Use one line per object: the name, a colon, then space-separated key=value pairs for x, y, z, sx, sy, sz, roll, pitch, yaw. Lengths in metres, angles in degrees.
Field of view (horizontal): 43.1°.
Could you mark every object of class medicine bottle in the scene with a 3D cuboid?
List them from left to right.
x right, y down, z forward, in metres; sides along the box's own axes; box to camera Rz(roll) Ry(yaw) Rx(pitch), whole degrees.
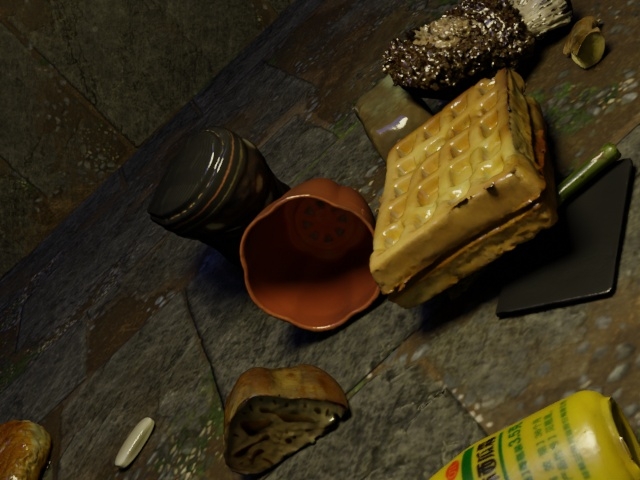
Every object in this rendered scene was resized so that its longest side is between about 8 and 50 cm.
medicine bottle: x=0.113 y=0.225 z=0.659 sx=0.309 sy=0.076 sz=0.111 roll=-34 pitch=24 yaw=22

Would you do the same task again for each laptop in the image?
laptop: x=0.265 y=-0.003 z=0.872 sx=0.135 sy=0.016 sz=0.197 roll=-18 pitch=36 yaw=43

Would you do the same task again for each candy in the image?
candy: x=0.125 y=-0.186 z=1.279 sx=0.104 sy=0.102 sz=0.234 roll=-39 pitch=22 yaw=12

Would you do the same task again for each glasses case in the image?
glasses case: x=-0.276 y=0.300 z=1.205 sx=0.032 sy=0.021 sz=0.083 roll=-13 pitch=38 yaw=50

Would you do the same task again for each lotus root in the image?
lotus root: x=-0.059 y=0.194 z=0.961 sx=0.159 sy=0.095 sz=0.135 roll=-37 pitch=21 yaw=1

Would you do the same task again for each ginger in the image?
ginger: x=0.367 y=-0.274 z=1.123 sx=0.137 sy=0.044 sz=0.057 roll=-68 pitch=-11 yaw=-58

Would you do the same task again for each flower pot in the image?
flower pot: x=0.000 y=0.000 z=1.099 sx=0.191 sy=0.190 sz=0.173 roll=-34 pitch=14 yaw=21

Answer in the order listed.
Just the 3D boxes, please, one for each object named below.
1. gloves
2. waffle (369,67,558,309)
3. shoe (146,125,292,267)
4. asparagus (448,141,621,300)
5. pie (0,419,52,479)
gloves: x=0.234 y=-0.290 z=1.227 sx=0.312 sy=0.135 sz=0.210 roll=-27 pitch=43 yaw=-15
waffle: x=0.170 y=-0.069 z=0.973 sx=0.224 sy=0.098 sz=0.327 roll=-38 pitch=19 yaw=27
shoe: x=-0.133 y=-0.055 z=1.303 sx=0.384 sy=0.237 sz=0.171 roll=-11 pitch=56 yaw=69
asparagus: x=0.233 y=-0.021 z=0.899 sx=0.248 sy=0.025 sz=0.024 roll=-42 pitch=69 yaw=4
pie: x=-0.581 y=0.438 z=1.377 sx=0.315 sy=0.092 sz=0.315 roll=-34 pitch=25 yaw=18
